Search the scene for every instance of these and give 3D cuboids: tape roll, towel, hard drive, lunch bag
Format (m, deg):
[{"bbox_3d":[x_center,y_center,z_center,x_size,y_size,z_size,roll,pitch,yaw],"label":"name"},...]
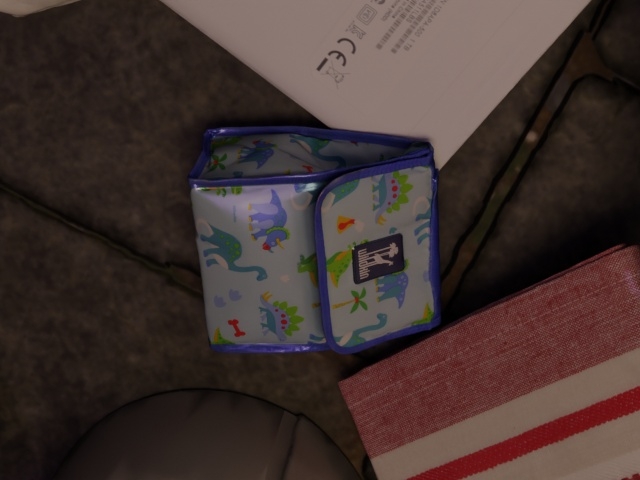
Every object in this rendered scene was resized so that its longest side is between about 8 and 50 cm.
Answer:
[{"bbox_3d":[-0.084,0.239,1.113,0.246,0.169,0.246,1,105,5],"label":"tape roll"},{"bbox_3d":[0.163,0.193,1.048,0.237,0.037,0.329,-28,80,36],"label":"towel"},{"bbox_3d":[-0.007,-0.195,1.018,0.319,0.040,0.210,37,127,-5],"label":"hard drive"},{"bbox_3d":[0.000,0.000,1.070,0.151,0.096,0.128,-1,119,6],"label":"lunch bag"}]

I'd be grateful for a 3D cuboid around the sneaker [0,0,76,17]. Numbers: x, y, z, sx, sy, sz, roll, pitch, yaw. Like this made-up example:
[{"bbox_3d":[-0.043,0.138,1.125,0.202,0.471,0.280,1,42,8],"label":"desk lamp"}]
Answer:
[{"bbox_3d":[-0.134,-0.190,1.002,0.290,0.123,0.105,4,69,9],"label":"sneaker"}]
